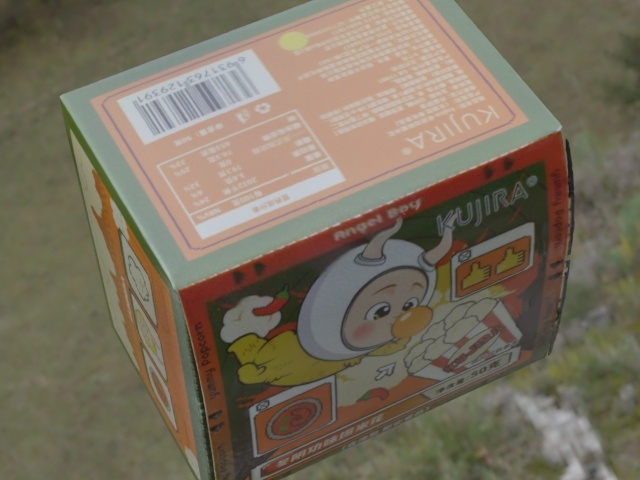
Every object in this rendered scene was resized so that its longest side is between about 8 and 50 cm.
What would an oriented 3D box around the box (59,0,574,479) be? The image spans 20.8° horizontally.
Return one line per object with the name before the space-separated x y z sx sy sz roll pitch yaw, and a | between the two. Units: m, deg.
box | 0.000 0.000 0.849 0.195 0.177 0.148 -23 51 -16
